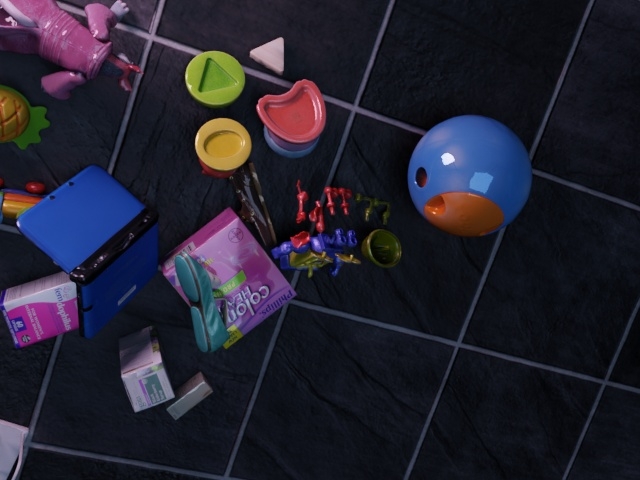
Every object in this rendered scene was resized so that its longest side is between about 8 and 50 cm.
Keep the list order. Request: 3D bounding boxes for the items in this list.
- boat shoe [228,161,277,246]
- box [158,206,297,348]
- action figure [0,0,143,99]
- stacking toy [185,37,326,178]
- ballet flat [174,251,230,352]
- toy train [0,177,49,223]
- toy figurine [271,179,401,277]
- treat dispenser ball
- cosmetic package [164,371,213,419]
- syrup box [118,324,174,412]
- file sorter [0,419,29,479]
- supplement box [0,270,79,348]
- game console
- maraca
[{"bbox_3d":[-0.160,-0.078,1.950,0.073,0.073,0.207,-20,102,-6],"label":"boat shoe"},{"bbox_3d":[-0.217,0.087,1.951,0.213,0.117,0.243,-37,112,-4],"label":"box"},{"bbox_3d":[-0.522,-0.419,1.654,0.370,0.276,0.248,26,90,-7],"label":"action figure"},{"bbox_3d":[-0.160,-0.290,1.887,0.309,0.130,0.279,-18,77,-15],"label":"stacking toy"},{"bbox_3d":[-0.256,0.127,1.856,0.087,0.083,0.247,-25,112,-34],"label":"ballet flat"},{"bbox_3d":[-0.612,-0.061,1.780,0.248,0.143,0.105,8,103,-18],"label":"toy train"},{"bbox_3d":[0.000,0.000,1.994,0.362,0.217,0.191,6,66,-49],"label":"toy figurine"},{"bbox_3d":[0.350,-0.151,1.960,0.288,0.288,0.288,-4,106,-15],"label":"treat dispenser ball"},{"bbox_3d":[-0.322,0.378,2.032,0.115,0.060,0.041,-36,113,-3],"label":"cosmetic package"},{"bbox_3d":[-0.396,0.285,1.888,0.096,0.237,0.093,-20,109,-10],"label":"syrup box"},{"bbox_3d":[-0.826,0.496,1.856,0.278,0.173,0.193,24,96,-20],"label":"file sorter"},{"bbox_3d":[-0.586,0.140,1.861,0.220,0.114,0.111,-19,108,-12],"label":"supplement box"},{"bbox_3d":[-0.492,0.020,1.795,0.173,0.293,0.250,18,125,15],"label":"game console"},{"bbox_3d":[-0.658,-0.257,1.742,0.186,0.099,0.127,21,110,-45],"label":"maraca"}]
